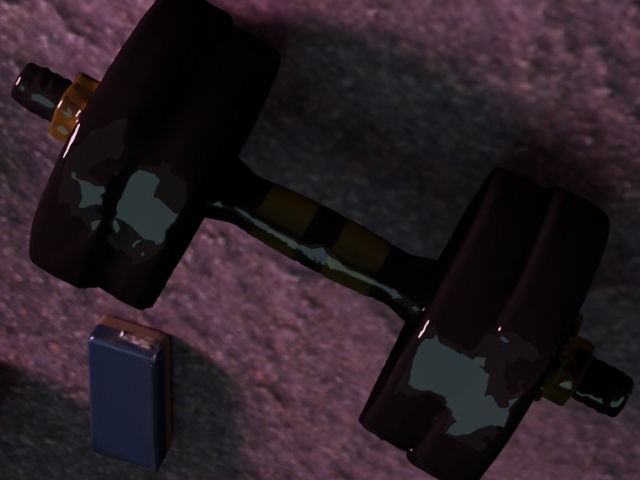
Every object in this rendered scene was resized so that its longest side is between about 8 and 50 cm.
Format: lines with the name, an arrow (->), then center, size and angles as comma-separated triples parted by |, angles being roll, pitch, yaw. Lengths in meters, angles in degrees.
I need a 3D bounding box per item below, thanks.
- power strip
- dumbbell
power strip -> -0.138, 0.110, 1.123 | 0.056, 0.032, 0.123 | 14, 130, 12
dumbbell -> 0.000, 0.000, 0.873 | 0.388, 0.185, 0.185 | 27, 132, 1
